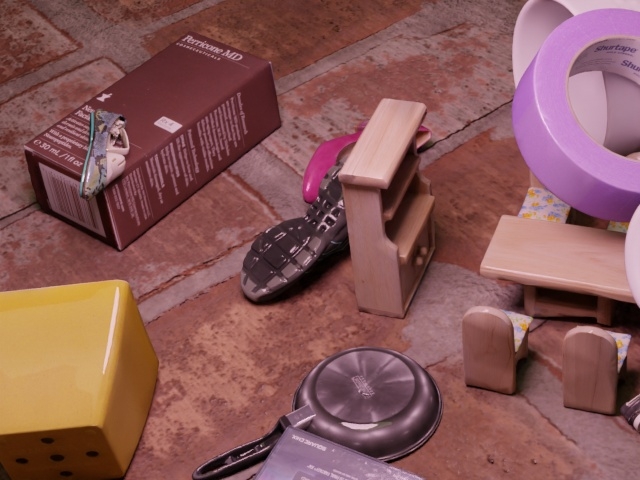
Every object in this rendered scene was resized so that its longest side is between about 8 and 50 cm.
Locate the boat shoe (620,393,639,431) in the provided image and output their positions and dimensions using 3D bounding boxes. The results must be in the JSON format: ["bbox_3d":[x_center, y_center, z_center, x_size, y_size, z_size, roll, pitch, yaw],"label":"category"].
[{"bbox_3d":[0.431,0.192,1.728,0.125,0.046,0.038,-34,51,-15],"label":"boat shoe"}]

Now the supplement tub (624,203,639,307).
[{"bbox_3d":[0.554,0.020,1.725,0.316,0.194,0.193,1,33,-32],"label":"supplement tub"}]

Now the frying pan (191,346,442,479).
[{"bbox_3d":[-0.005,0.210,1.785,0.326,0.053,0.197,-4,40,0],"label":"frying pan"}]

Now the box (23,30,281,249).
[{"bbox_3d":[-0.259,-0.167,2.192,0.191,0.143,0.381,24,49,32],"label":"box"}]

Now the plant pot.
[{"bbox_3d":[-0.329,0.195,1.751,0.212,0.212,0.187,-6,54,3],"label":"plant pot"}]

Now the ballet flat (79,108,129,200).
[{"bbox_3d":[-0.312,-0.127,2.010,0.070,0.070,0.188,-6,45,4],"label":"ballet flat"}]

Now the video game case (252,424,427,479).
[{"bbox_3d":[-0.022,0.356,1.607,0.196,0.026,0.274,18,53,27],"label":"video game case"}]

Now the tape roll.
[{"bbox_3d":[0.394,-0.165,1.804,0.274,0.090,0.275,5,65,-12],"label":"tape roll"}]

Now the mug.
[{"bbox_3d":[0.517,-0.240,2.040,0.328,0.276,0.374,-16,44,-17],"label":"mug"}]

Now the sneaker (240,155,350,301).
[{"bbox_3d":[0.000,0.000,1.992,0.267,0.106,0.101,-43,54,-7],"label":"sneaker"}]

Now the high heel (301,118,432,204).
[{"bbox_3d":[0.070,-0.121,2.125,0.117,0.082,0.244,8,29,32],"label":"high heel"}]

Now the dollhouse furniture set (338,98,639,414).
[{"bbox_3d":[0.248,-0.017,1.837,0.394,0.256,0.362,9,44,20],"label":"dollhouse furniture set"}]
